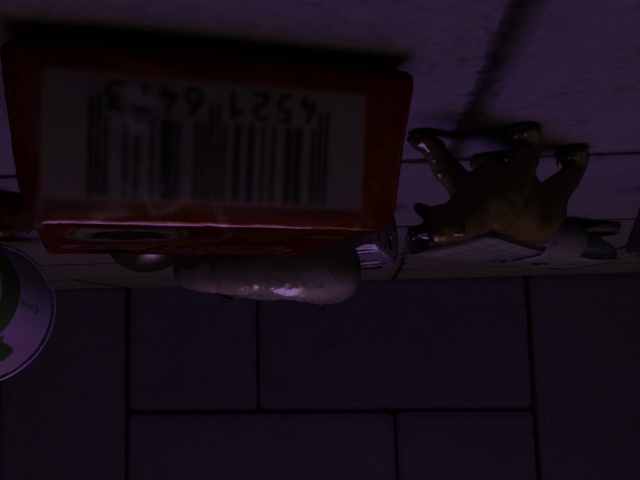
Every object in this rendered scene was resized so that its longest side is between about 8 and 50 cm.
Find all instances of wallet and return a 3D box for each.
[{"bbox_3d":[0.333,0.005,1.240,0.310,0.077,0.223,4,175,-33],"label":"wallet"}]

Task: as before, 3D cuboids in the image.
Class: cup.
[{"bbox_3d":[-0.566,0.091,1.132,0.253,0.253,0.274,-1,165,-8],"label":"cup"}]

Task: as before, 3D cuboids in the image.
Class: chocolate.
[{"bbox_3d":[-0.085,-0.047,0.510,0.238,0.107,0.235,-1,175,-19],"label":"chocolate"}]

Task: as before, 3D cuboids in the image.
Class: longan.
[{"bbox_3d":[-0.201,-0.010,0.871,0.114,0.092,0.113,-7,157,-3],"label":"longan"}]

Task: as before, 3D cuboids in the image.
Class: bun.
[{"bbox_3d":[-0.058,0.004,0.832,0.231,0.133,0.231,5,176,0],"label":"bun"}]

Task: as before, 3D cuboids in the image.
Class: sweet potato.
[{"bbox_3d":[-0.369,-0.027,0.836,0.068,0.059,0.206,32,-159,25],"label":"sweet potato"}]

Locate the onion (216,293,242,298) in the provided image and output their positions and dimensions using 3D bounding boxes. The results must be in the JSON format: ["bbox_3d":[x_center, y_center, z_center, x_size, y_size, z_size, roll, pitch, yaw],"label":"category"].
[{"bbox_3d":[-0.177,0.064,1.474,0.119,0.118,0.117,1,140,-23],"label":"onion"}]

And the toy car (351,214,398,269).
[{"bbox_3d":[0.000,0.000,1.011,0.210,0.089,0.108,-6,172,17],"label":"toy car"}]

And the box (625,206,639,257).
[{"bbox_3d":[0.473,-0.002,0.826,0.130,0.086,0.225,22,176,-8],"label":"box"}]

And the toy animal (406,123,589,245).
[{"bbox_3d":[0.155,-0.040,0.640,0.103,0.100,0.219,-5,173,38],"label":"toy animal"}]
